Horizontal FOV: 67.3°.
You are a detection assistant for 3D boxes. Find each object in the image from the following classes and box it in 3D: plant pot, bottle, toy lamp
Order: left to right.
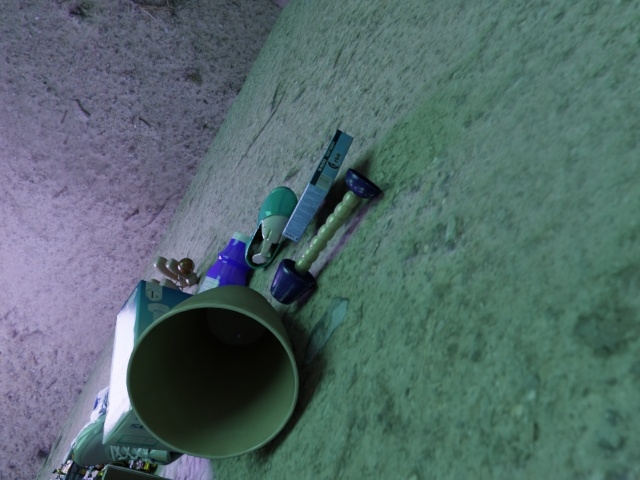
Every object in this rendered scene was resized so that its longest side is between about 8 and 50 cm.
[{"bbox_3d":[-0.247,0.117,1.215,0.118,0.092,0.283,5,68,57],"label":"bottle"},{"bbox_3d":[-0.165,0.183,0.844,0.257,0.256,0.274,-57,9,10],"label":"plant pot"},{"bbox_3d":[0.000,0.000,0.875,0.275,0.080,0.080,-56,25,15],"label":"toy lamp"}]

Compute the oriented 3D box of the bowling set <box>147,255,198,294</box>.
[{"bbox_3d":[-0.463,0.157,1.582,0.199,0.154,0.287,-25,38,25],"label":"bowling set"}]

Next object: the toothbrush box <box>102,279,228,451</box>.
[{"bbox_3d":[-0.286,0.248,0.953,0.126,0.216,0.296,-49,38,26],"label":"toothbrush box"}]

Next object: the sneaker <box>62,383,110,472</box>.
[{"bbox_3d":[-0.712,0.594,1.603,0.182,0.127,0.316,-21,39,60],"label":"sneaker"}]

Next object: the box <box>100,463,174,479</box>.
[{"bbox_3d":[-0.375,0.609,0.830,0.191,0.143,0.382,122,165,-58],"label":"box"}]

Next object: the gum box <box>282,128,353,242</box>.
[{"bbox_3d":[-0.007,-0.105,0.954,0.184,0.041,0.157,-55,9,54],"label":"gum box"}]

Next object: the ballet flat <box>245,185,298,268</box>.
[{"bbox_3d":[-0.110,-0.013,1.080,0.247,0.083,0.087,123,153,-47],"label":"ballet flat"}]

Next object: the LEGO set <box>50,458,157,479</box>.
[{"bbox_3d":[-0.562,0.555,1.240,0.331,0.192,0.255,-34,36,45],"label":"LEGO set"}]

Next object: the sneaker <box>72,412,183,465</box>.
[{"bbox_3d":[-0.347,0.396,0.949,0.121,0.262,0.099,-140,44,-57],"label":"sneaker"}]
